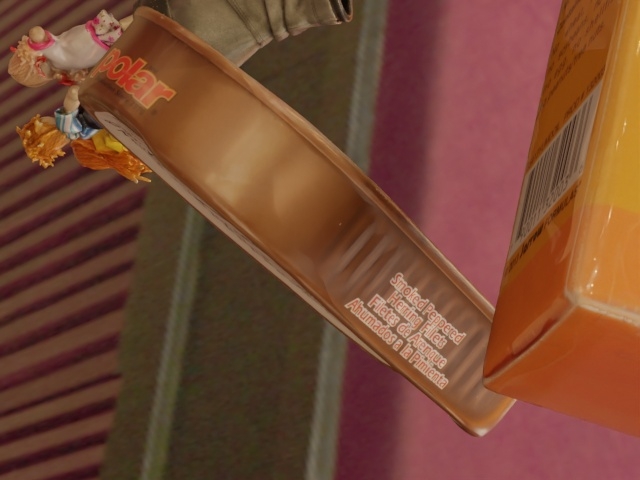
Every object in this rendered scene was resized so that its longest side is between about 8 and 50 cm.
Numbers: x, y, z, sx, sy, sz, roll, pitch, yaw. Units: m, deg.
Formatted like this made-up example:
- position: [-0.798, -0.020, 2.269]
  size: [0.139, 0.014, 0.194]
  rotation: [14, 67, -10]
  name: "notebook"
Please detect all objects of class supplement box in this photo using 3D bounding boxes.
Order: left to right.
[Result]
- position: [0.110, -0.065, 0.390]
  size: [0.078, 0.080, 0.233]
  rotation: [18, 68, -4]
  name: "supplement box"

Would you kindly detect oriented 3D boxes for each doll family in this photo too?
- position: [-0.180, -0.118, 1.281]
  size: [0.263, 0.163, 0.118]
  rotation: [16, 53, -75]
  name: "doll family"

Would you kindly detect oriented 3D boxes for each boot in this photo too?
- position: [-0.063, -0.215, 1.071]
  size: [0.083, 0.161, 0.246]
  rotation: [57, 11, -50]
  name: "boot"

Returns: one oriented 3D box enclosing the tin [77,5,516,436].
- position: [0.000, 0.000, 0.442]
  size: [0.040, 0.106, 0.190]
  rotation: [-48, 134, -1]
  name: "tin"
